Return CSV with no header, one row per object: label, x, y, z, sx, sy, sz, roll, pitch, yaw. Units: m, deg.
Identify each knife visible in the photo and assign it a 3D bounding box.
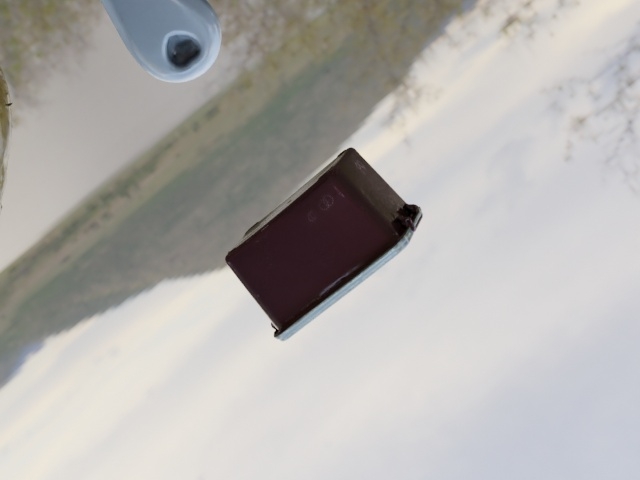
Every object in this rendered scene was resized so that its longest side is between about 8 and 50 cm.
knife,-0.177,-0.258,0.996,0.080,0.331,0.044,-31,-160,12

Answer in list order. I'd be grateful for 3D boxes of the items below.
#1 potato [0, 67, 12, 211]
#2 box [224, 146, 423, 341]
potato,-0.460,-0.131,1.644,0.229,0.229,0.266,-26,-135,59
box,0.000,0.000,2.159,0.294,0.167,0.193,-39,-172,21
